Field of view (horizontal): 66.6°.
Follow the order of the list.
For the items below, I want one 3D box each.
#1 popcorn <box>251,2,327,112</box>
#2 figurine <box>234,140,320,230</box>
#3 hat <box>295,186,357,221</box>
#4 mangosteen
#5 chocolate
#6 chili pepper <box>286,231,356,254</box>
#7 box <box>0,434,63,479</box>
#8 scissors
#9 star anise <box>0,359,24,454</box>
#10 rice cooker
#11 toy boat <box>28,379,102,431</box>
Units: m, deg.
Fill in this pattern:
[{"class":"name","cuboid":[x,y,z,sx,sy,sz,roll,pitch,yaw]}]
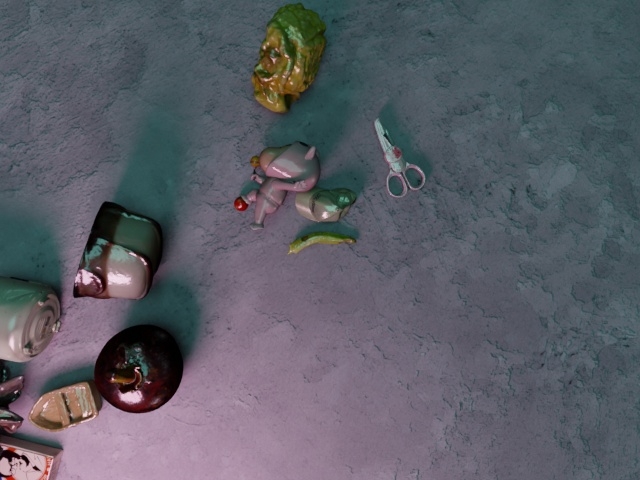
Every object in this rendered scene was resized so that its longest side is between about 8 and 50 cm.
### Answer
[{"class":"popcorn","cuboid":[-0.090,-0.515,1.346,0.174,0.225,0.285,27,86,3]},{"class":"figurine","cuboid":[-0.127,-0.171,1.363,0.186,0.176,0.287,43,96,-4]},{"class":"hat","cuboid":[0.011,-0.114,1.412,0.166,0.081,0.122,21,85,10]},{"class":"mangosteen","cuboid":[-0.486,0.344,1.287,0.236,0.261,0.235,0,86,0]},{"class":"chocolate","cuboid":[-0.529,0.047,1.315,0.186,0.284,0.283,19,87,-19]},{"class":"chili pepper","cuboid":[0.000,-0.001,1.420,0.208,0.043,0.048,-11,76,-2]},{"class":"box","cuboid":[-0.882,0.743,1.365,0.215,0.069,0.352,15,86,0]},{"class":"scissors","cuboid":[0.214,-0.248,1.438,0.118,0.030,0.242,-27,93,-2]},{"class":"star anise","cuboid":[-0.946,0.471,1.326,0.332,0.117,0.331,-4,66,8]},{"class":"rice cooker","cuboid":[-0.854,0.206,1.314,0.244,0.226,0.225,9,88,-2]},{"class":"toy boat","cuboid":[-0.721,0.469,1.378,0.188,0.061,0.116,-17,90,-2]}]
